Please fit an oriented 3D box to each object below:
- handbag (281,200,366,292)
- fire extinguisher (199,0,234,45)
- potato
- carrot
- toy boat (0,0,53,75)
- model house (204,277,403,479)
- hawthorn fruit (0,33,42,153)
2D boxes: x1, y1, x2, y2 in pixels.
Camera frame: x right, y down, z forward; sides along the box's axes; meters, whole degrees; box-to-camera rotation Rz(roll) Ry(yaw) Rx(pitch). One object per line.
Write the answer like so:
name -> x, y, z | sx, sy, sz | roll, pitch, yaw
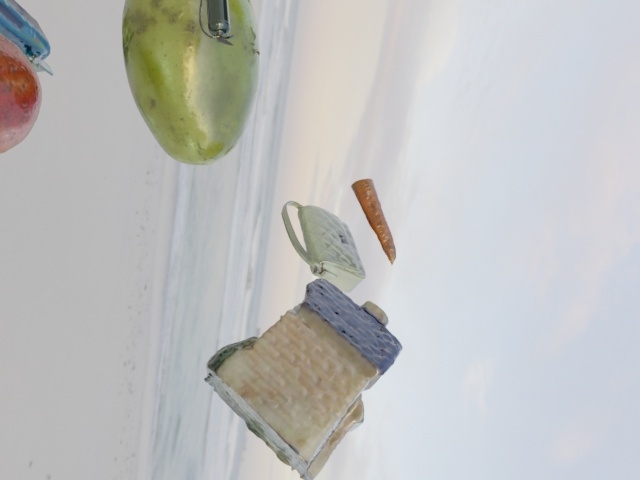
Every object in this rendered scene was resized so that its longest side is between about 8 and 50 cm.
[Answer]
handbag -> 0.000, 0.000, 1.359 | 0.079, 0.219, 0.256 | -45, -144, 22
fire extinguisher -> -0.119, -0.257, 0.622 | 0.025, 0.038, 0.083 | 120, -36, -71
potato -> -0.192, -0.270, 0.831 | 0.216, 0.216, 0.304 | -101, -164, -74
carrot -> 0.142, -0.045, 1.342 | 0.057, 0.057, 0.224 | 111, -41, -69
toy boat -> -0.608, -0.384, 0.979 | 0.092, 0.134, 0.299 | 56, 4, 19
model house -> -0.011, 0.224, 0.936 | 0.284, 0.243, 0.298 | -40, 165, -22
hawthorn fruit -> -0.436, -0.180, 0.660 | 0.189, 0.189, 0.189 | -173, -90, -85
